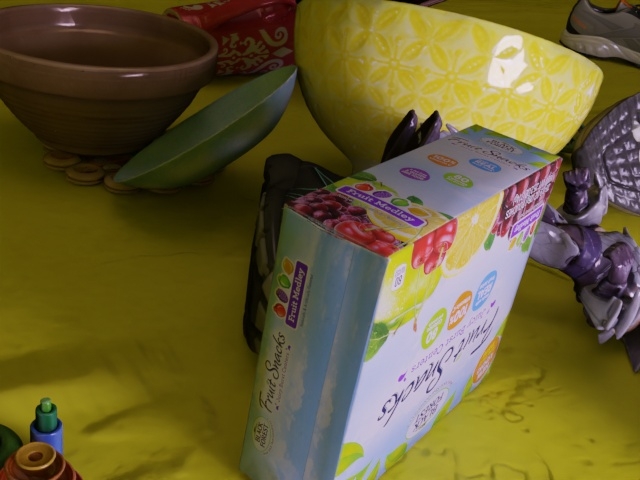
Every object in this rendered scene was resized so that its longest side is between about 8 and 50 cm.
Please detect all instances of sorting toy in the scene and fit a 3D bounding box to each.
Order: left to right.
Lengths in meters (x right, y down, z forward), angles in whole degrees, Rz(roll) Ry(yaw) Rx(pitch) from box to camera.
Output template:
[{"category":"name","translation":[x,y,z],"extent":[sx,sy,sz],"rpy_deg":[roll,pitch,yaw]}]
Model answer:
[{"category":"sorting toy","translation":[-0.163,0.110,0.457],"extent":[0.102,0.042,0.061],"rpy_deg":[23,30,27]}]

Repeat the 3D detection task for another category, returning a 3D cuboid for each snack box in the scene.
[{"category":"snack box","translation":[0.051,0.039,0.514],"extent":[0.070,0.174,0.207],"rpy_deg":[28,31,28]}]

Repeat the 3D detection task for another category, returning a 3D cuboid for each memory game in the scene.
[{"category":"memory game","translation":[-0.187,-0.088,0.880],"extent":[0.186,0.012,0.186],"rpy_deg":[7,26,-4]}]

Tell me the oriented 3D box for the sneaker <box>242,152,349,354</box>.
[{"category":"sneaker","translation":[0.000,0.000,0.662],"extent":[0.106,0.101,0.267],"rpy_deg":[9,27,-3]}]

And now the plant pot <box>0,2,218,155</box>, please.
[{"category":"plant pot","translation":[-0.224,-0.156,0.867],"extent":[0.238,0.109,0.237],"rpy_deg":[7,28,-4]}]

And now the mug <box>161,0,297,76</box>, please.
[{"category":"mug","translation":[-0.118,-0.286,1.155],"extent":[0.169,0.150,0.113],"rpy_deg":[-15,51,-31]}]

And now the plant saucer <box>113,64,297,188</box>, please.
[{"category":"plant saucer","translation":[-0.096,-0.093,0.788],"extent":[0.195,0.037,0.195],"rpy_deg":[-28,17,10]}]

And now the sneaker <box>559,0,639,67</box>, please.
[{"category":"sneaker","translation":[0.580,-0.374,1.572],"extent":[0.272,0.107,0.100],"rpy_deg":[14,25,9]}]

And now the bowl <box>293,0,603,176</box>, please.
[{"category":"bowl","translation":[0.101,-0.113,0.820],"extent":[0.290,0.156,0.289],"rpy_deg":[14,6,-1]}]

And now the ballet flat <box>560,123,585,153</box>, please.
[{"category":"ballet flat","translation":[0.263,-0.150,1.097],"extent":[0.070,0.070,0.188],"rpy_deg":[-1,26,-18]}]

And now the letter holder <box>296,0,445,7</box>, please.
[{"category":"letter holder","translation":[0.062,-0.348,1.217],"extent":[0.215,0.152,0.302],"rpy_deg":[-24,31,-21]}]

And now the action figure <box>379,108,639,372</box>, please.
[{"category":"action figure","translation":[0.182,-0.004,0.674],"extent":[0.285,0.099,0.185],"rpy_deg":[26,21,-11]}]

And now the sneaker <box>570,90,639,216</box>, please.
[{"category":"sneaker","translation":[0.405,-0.107,1.012],"extent":[0.411,0.158,0.182],"rpy_deg":[-15,4,-35]}]
